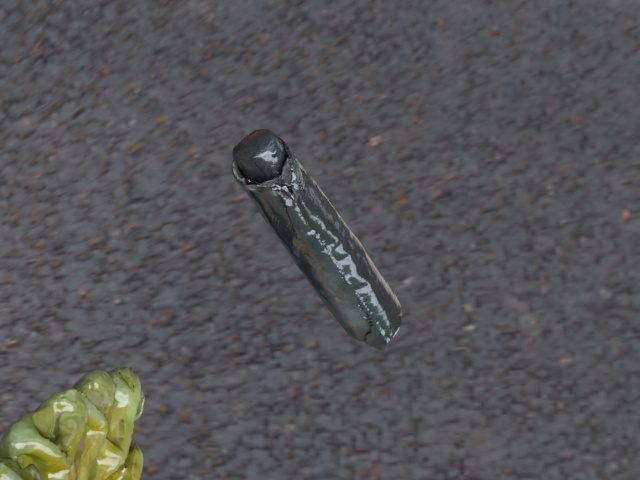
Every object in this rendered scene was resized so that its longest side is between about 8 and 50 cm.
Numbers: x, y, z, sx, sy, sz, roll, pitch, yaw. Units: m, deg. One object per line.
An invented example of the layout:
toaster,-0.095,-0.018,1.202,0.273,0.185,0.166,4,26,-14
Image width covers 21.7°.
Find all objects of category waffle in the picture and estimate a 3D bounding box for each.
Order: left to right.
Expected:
waffle,-0.149,0.187,0.880,0.054,0.204,0.223,7,107,12

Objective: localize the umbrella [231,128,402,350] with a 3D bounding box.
umbrella,0.001,0.001,0.749,0.031,0.036,0.133,-56,133,-22
